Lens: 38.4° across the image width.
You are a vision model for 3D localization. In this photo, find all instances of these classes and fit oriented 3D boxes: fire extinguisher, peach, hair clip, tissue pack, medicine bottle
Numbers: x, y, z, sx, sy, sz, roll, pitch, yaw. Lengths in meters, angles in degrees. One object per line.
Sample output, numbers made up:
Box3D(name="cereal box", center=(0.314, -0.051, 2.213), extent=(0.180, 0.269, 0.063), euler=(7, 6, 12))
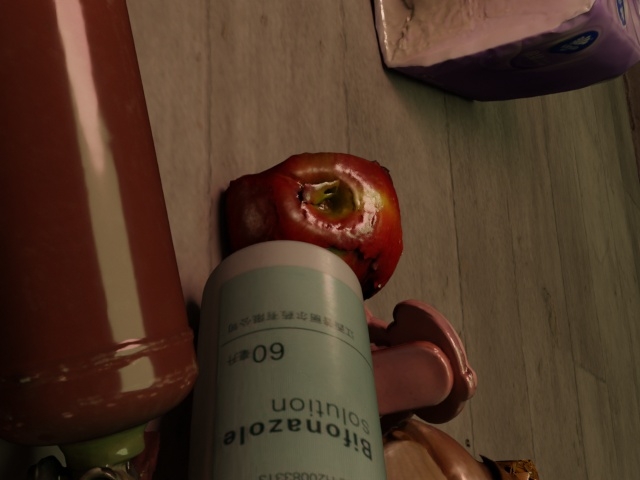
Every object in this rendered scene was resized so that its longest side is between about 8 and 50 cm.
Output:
Box3D(name="fire extinguisher", center=(-0.122, 0.005, 0.461), extent=(0.147, 0.106, 0.337), euler=(10, 70, -87))
Box3D(name="peach", center=(-0.001, 0.006, 0.689), extent=(0.172, 0.127, 0.093), euler=(80, 2, -64))
Box3D(name="hair clip", center=(0.058, 0.099, 0.714), extent=(0.123, 0.138, 0.102), euler=(69, 22, -1))
Box3D(name="tissue pack", center=(0.237, -0.267, 1.090), extent=(0.338, 0.242, 0.160), euler=(0, 81, -62))
Box3D(name="medicine bottle", center=(-0.017, 0.151, 0.483), extent=(0.110, 0.110, 0.352), euler=(55, 19, -37))

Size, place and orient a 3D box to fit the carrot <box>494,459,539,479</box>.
Box3D(name="carrot", center=(0.215, 0.353, 0.986), extent=(0.069, 0.068, 0.229), euler=(29, 55, -56))

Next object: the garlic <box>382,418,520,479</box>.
Box3D(name="garlic", center=(0.055, 0.218, 0.582), extent=(0.160, 0.214, 0.191), euler=(-4, 93, -53))
